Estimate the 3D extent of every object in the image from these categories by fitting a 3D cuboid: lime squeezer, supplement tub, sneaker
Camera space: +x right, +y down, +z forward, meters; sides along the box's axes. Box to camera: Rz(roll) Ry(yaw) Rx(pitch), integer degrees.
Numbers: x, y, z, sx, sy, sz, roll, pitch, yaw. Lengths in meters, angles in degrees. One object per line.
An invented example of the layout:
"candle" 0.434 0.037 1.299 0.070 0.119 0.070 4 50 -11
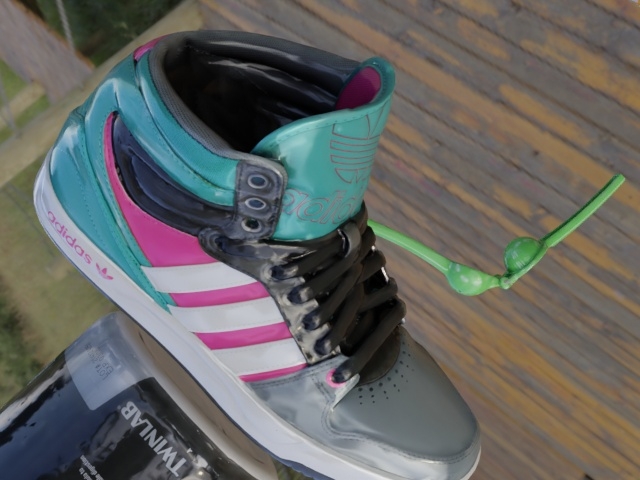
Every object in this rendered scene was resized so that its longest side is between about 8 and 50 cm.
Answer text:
"lime squeezer" 0.201 0.002 0.921 0.059 0.310 0.110 91 169 -77
"supplement tub" -0.202 0.222 0.601 0.193 0.316 0.193 47 175 5
"sneaker" 0.000 0.000 0.409 0.295 0.124 0.178 39 133 -2

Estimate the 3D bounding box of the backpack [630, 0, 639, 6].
"backpack" 0.308 -0.236 0.543 0.253 0.225 0.191 15 -157 -30
